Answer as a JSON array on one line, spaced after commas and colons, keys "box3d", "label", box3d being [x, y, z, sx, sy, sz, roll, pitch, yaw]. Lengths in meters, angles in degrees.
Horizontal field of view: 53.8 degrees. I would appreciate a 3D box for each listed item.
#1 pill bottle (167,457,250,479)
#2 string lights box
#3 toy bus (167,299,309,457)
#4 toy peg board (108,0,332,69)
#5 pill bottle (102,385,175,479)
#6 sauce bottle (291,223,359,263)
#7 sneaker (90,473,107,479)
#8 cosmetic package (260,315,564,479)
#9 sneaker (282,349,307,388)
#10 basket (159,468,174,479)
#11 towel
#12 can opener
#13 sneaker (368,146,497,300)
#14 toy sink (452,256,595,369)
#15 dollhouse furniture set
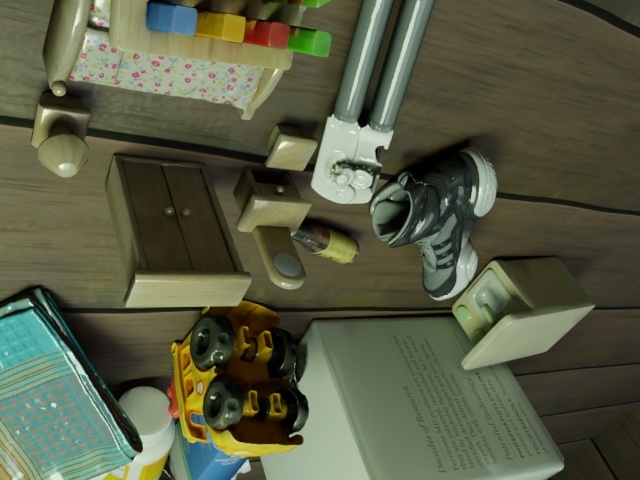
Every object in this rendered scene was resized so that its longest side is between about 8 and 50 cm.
[{"box3d": [-0.222, 0.454, 1.266, 0.152, 0.086, 0.086, -15, 143, -14], "label": "pill bottle"}, {"box3d": [-0.183, 0.333, 1.095, 0.077, 0.133, 0.259, 5, 135, -34], "label": "string lights box"}, {"box3d": [-0.145, 0.227, 0.922, 0.149, 0.220, 0.211, 21, 130, -42], "label": "toy bus"}, {"box3d": [-0.054, -0.207, 0.451, 0.161, 0.079, 0.161, -8, 113, -44], "label": "toy peg board"}, {"box3d": [-0.303, 0.330, 1.034, 0.118, 0.117, 0.208, -3, 139, -28], "label": "pill bottle"}, {"box3d": [0.000, 0.000, 0.862, 0.128, 0.042, 0.042, 21, 124, -42], "label": "sauce bottle"}, {"box3d": [-0.448, 0.300, 0.944, 0.293, 0.108, 0.169, -24, 120, 29], "label": "sneaker"}, {"box3d": [0.135, 0.361, 1.153, 0.394, 0.327, 0.329, 2, 136, -31], "label": "cosmetic package"}, {"box3d": [-0.083, 0.233, 1.090, 0.051, 0.089, 0.170, -5, 178, -41], "label": "sneaker"}, {"box3d": [-0.403, 0.521, 1.188, 0.204, 0.154, 0.227, 39, 121, -18], "label": "basket"}, {"box3d": [-0.452, 0.248, 0.802, 0.370, 0.040, 0.271, -25, 111, 0], "label": "towel"}, {"box3d": [0.050, -0.155, 0.676, 0.074, 0.093, 0.280, 14, 133, -2], "label": "can opener"}, {"box3d": [0.142, -0.008, 0.890, 0.153, 0.101, 0.268, -12, 136, -17], "label": "sneaker"}, {"box3d": [0.343, 0.124, 1.143, 0.234, 0.131, 0.152, -4, 140, -33], "label": "toy sink"}, {"box3d": [-0.072, -0.114, 0.563, 0.303, 0.173, 0.355, 3, 136, -34], "label": "dollhouse furniture set"}]
